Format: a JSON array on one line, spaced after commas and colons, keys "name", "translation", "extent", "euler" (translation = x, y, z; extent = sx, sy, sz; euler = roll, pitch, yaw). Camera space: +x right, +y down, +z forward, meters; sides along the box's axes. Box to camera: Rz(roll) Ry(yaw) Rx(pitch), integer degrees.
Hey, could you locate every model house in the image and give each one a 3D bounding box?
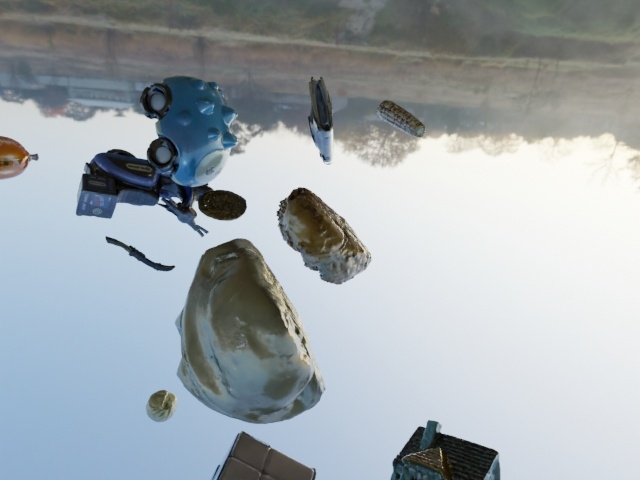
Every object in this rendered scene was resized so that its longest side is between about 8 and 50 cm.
[{"name": "model house", "translation": [0.294, 0.558, 0.970], "extent": [0.261, 0.226, 0.241], "euler": [-6, -130, 48]}]

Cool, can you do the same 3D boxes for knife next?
[{"name": "knife", "translation": [-0.561, 0.047, 1.278], "extent": [0.222, 0.046, 0.021], "euler": [31, -157, -27]}]

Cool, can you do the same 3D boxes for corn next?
[{"name": "corn", "translation": [0.297, -0.447, 1.515], "extent": [0.079, 0.080, 0.237], "euler": [-9, -141, -29]}]

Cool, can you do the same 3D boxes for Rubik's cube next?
[{"name": "Rubik's cube", "translation": [-0.167, 0.634, 0.937], "extent": [0.221, 0.231, 0.225], "euler": [28, -159, -1]}]

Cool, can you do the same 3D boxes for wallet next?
[{"name": "wallet", "translation": [0.003, -0.322, 1.122], "extent": [0.069, 0.170, 0.231], "euler": [-6, 169, 2]}]

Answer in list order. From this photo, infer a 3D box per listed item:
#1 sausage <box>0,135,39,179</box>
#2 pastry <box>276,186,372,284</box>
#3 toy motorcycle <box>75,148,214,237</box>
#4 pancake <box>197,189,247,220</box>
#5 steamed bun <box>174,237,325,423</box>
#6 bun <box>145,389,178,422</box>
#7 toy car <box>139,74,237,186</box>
[{"name": "sausage", "translation": [-0.683, -0.147, 0.746], "extent": [0.092, 0.093, 0.312], "euler": [18, -158, 31]}, {"name": "pastry", "translation": [0.000, 0.000, 1.148], "extent": [0.311, 0.162, 0.255], "euler": [40, -162, -38]}, {"name": "toy motorcycle", "translation": [-0.450, -0.126, 1.112], "extent": [0.358, 0.125, 0.213], "euler": [7, -136, -36]}, {"name": "pancake", "translation": [-0.221, -0.082, 0.932], "extent": [0.114, 0.011, 0.115], "euler": [13, -140, -11]}, {"name": "steamed bun", "translation": [-0.146, 0.174, 0.747], "extent": [0.219, 0.310, 0.324], "euler": [-29, -131, -6]}, {"name": "bun", "translation": [-0.436, 0.456, 1.136], "extent": [0.086, 0.086, 0.054], "euler": [-13, 167, -36]}, {"name": "toy car", "translation": [-0.284, -0.255, 0.958], "extent": [0.189, 0.256, 0.188], "euler": [-2, -176, 15]}]
